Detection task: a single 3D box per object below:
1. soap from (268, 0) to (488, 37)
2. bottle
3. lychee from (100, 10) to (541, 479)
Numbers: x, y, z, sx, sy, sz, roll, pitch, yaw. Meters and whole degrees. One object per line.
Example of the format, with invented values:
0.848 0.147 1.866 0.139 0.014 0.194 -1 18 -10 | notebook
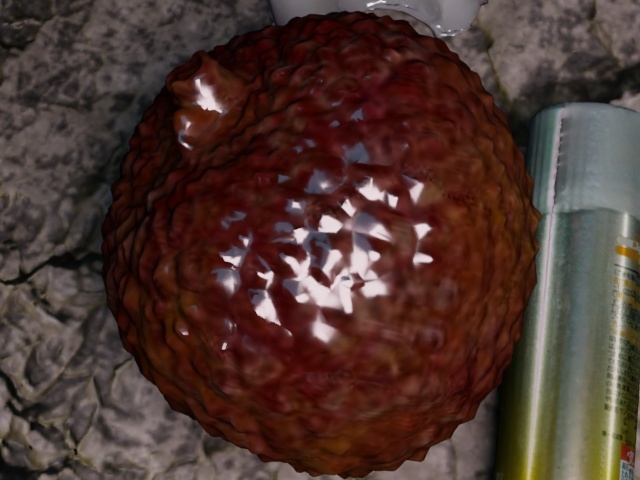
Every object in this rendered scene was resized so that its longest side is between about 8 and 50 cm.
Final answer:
0.001 -0.312 0.925 0.159 0.257 0.302 -14 115 2 | soap
0.152 0.059 0.763 0.082 0.082 0.286 6 73 9 | bottle
0.000 0.000 0.725 0.261 0.260 0.260 -2 72 7 | lychee
